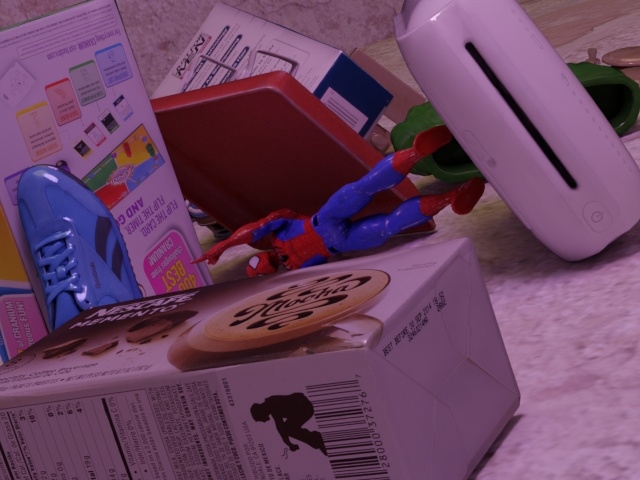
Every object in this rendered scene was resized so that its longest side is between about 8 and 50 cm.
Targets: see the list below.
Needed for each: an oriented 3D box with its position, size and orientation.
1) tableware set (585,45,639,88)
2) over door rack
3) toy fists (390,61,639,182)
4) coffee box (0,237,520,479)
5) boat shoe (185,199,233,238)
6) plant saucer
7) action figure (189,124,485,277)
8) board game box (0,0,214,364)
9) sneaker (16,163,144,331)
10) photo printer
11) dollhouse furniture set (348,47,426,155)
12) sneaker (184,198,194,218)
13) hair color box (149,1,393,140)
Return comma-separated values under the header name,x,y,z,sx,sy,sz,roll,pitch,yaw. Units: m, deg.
name,x,y,z,sx,sy,sz,roll,pitch,yaw
tableware set,0.398,-0.205,1.878,0.128,0.039,0.194,-3,21,12
over door rack,-0.187,-0.097,1.723,0.324,0.108,0.239,-56,21,-8
toy fists,0.218,-0.135,1.681,0.279,0.096,0.142,-17,21,-6
coffee box,-0.052,0.101,0.910,0.297,0.119,0.168,-11,15,30
boat shoe,-0.111,-0.040,1.781,0.066,0.066,0.183,-15,13,12
plant saucer,-0.050,-0.080,1.486,0.258,0.259,0.048,-7,57,42
action figure,0.000,0.000,1.316,0.139,0.091,0.280,-36,5,-40
board game box,-0.226,-0.041,1.341,0.064,0.317,0.242,-11,13,33
sneaker,-0.194,0.035,1.206,0.069,0.209,0.082,-26,-1,20
photo printer,0.167,-0.117,1.286,0.107,0.256,0.307,-37,8,9
dollhouse furniture set,0.034,-0.176,2.017,0.151,0.144,0.123,-54,9,6
sneaker,-0.146,-0.067,2.013,0.170,0.051,0.089,-18,10,-26
hair color box,-0.071,-0.178,1.894,0.174,0.105,0.347,-55,35,-2
